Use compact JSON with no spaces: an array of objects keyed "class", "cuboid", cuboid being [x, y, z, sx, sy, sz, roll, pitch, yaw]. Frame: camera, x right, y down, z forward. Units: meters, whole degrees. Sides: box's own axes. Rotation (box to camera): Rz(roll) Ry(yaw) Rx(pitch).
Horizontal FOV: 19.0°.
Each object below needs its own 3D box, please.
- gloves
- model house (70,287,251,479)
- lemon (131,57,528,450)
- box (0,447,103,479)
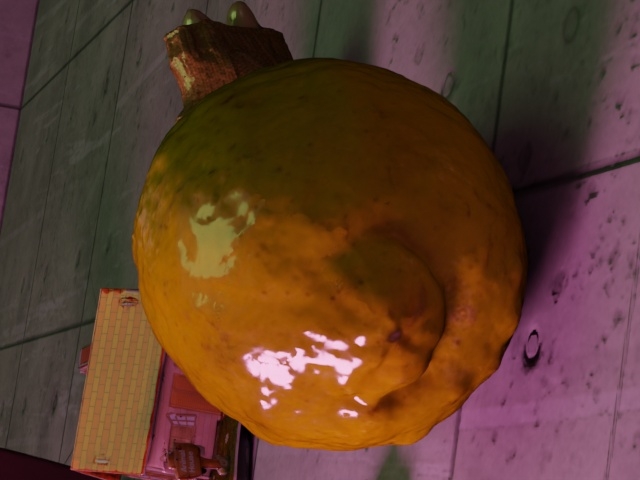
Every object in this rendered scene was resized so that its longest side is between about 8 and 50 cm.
[{"class":"gloves","cuboid":[-0.058,-0.045,1.727,0.203,0.155,0.356,135,127,-73]},{"class":"model house","cuboid":[-0.159,0.152,1.932,0.207,0.154,0.294,150,130,-69]},{"class":"lemon","cuboid":[0.001,0.002,1.320,0.316,0.285,0.285,36,118,39]},{"class":"box","cuboid":[-0.329,0.355,2.148,0.167,0.294,0.193,-49,33,38]}]
